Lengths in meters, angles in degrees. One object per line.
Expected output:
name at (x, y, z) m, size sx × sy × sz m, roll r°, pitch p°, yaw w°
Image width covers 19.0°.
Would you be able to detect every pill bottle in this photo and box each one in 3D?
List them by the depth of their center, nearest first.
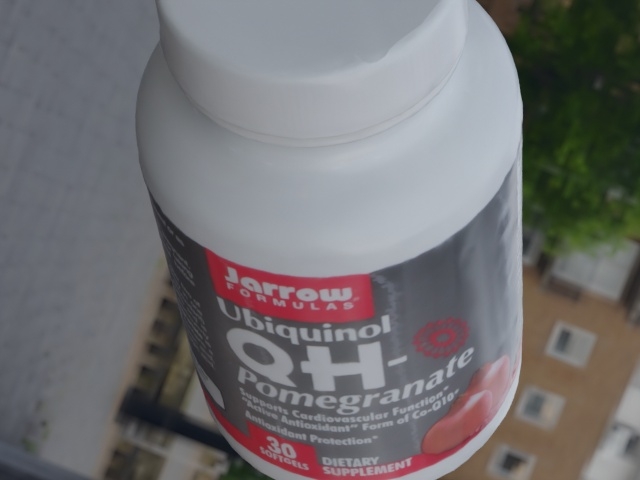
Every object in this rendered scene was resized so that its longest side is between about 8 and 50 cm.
pill bottle at (0.008, -0.024, 0.907) m, size 0.318 × 0.176 × 0.176 m, roll 81°, pitch 26°, yaw -54°
